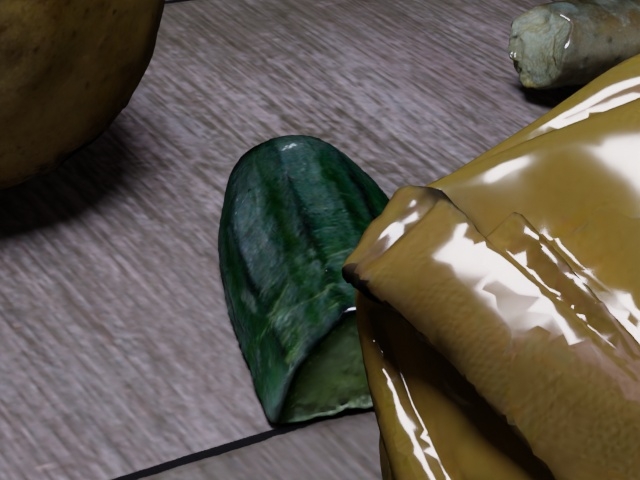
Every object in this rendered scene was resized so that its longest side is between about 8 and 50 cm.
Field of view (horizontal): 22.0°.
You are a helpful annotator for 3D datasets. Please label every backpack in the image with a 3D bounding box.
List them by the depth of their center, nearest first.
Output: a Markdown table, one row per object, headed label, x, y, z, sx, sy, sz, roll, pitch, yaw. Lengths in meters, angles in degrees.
| label | x | y | z | sx | sy | sz | roll | pitch | yaw |
| --- | --- | --- | --- | --- | --- | --- | --- | --- | --- |
| backpack | 0.182 | 0.093 | 0.513 | 0.353 | 0.201 | 0.378 | -18 | 56 | 5 |

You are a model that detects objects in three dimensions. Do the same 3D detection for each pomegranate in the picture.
| label | x | y | z | sx | sy | sz | roll | pitch | yaw |
| --- | --- | --- | --- | --- | --- | --- | --- | --- | --- |
| pomegranate | -0.223 | -0.158 | 0.898 | 0.281 | 0.281 | 0.281 | 4 | 29 | -2 |

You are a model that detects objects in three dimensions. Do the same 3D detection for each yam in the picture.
| label | x | y | z | sx | sy | sz | roll | pitch | yaw |
| --- | --- | --- | --- | --- | --- | --- | --- | --- | --- |
| yam | 0.257 | -0.162 | 1.197 | 0.317 | 0.067 | 0.071 | -18 | 24 | -39 |

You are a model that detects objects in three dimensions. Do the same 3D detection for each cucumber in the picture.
| label | x | y | z | sx | sy | sz | roll | pitch | yaw |
| --- | --- | --- | --- | --- | --- | --- | --- | --- | --- |
| cucumber | 0.000 | 0.000 | 0.863 | 0.115 | 0.063 | 0.244 | -3 | 28 | -17 |
